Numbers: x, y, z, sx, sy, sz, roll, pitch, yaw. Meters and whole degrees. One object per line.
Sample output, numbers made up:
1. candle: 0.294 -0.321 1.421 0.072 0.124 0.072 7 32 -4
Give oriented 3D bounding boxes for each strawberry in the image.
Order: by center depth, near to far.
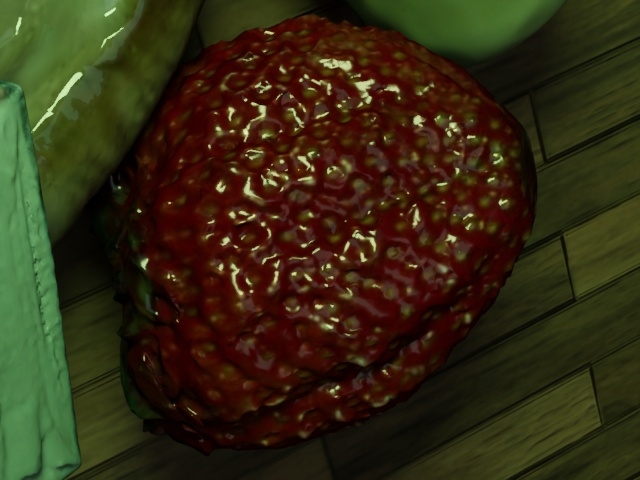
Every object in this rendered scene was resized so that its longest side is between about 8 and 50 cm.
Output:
1. strawberry: 0.000 0.000 1.042 0.288 0.238 0.250 -15 146 11

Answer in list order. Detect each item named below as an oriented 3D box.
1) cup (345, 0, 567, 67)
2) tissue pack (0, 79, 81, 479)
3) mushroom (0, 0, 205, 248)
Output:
1. cup: 0.062 -0.246 1.074 0.173 0.255 0.202 -38 117 17
2. tissue pack: -0.283 0.010 0.858 0.103 0.316 0.228 -37 131 -49
3. mushroom: -0.198 -0.146 0.963 0.314 0.224 0.397 -23 129 -44
